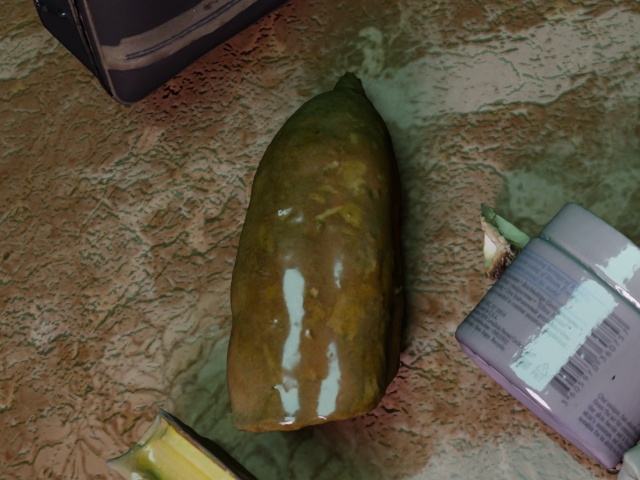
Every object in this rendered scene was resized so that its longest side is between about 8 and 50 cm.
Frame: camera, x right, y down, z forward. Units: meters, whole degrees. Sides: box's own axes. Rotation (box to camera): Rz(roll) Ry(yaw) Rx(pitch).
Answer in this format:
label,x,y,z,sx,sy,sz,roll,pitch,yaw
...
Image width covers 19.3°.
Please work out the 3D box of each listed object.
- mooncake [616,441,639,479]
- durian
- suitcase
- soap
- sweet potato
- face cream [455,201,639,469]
label,x,y,z,sx,sy,sz,roll,pitch,yaw
mooncake,0.359,0.234,1.455,0.254,0.136,0.250,-19,53,12
durian,0.167,0.002,1.648,0.052,0.130,0.066,-12,103,1
suitcase,-0.151,-0.338,1.715,0.283,0.434,0.194,-36,60,-18
soap,-0.062,0.243,1.620,0.233,0.135,0.076,34,85,29
sweet potato,0.000,0.000,1.684,0.158,0.158,0.369,-4,70,20
face cream,0.220,0.080,1.550,0.177,0.177,0.153,40,90,29
